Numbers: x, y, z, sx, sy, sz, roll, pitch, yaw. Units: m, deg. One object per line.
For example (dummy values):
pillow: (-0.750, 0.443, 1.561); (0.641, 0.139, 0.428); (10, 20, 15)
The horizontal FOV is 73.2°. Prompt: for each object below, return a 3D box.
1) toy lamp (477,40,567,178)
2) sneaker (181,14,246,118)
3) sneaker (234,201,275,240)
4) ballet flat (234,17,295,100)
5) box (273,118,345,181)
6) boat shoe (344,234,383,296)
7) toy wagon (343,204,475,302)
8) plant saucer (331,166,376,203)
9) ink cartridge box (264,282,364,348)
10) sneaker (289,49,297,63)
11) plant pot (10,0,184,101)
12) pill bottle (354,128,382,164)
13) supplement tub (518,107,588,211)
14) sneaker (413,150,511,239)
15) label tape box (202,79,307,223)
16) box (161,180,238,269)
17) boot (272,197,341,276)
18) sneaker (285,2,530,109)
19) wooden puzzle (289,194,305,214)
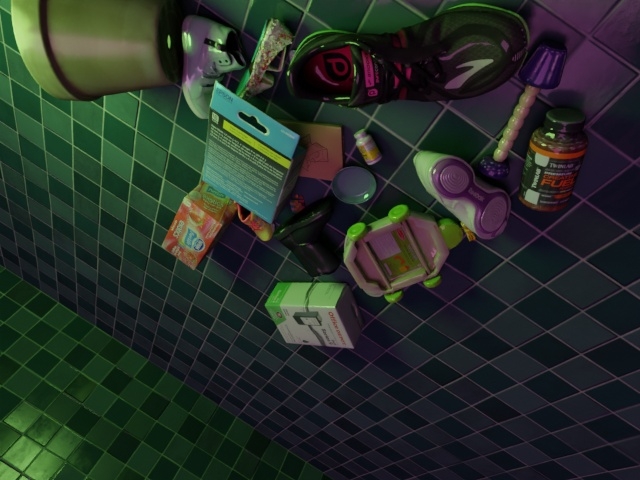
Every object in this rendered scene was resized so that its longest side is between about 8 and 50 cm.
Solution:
toy lamp: (0.405, -0.255, 0.871); (0.080, 0.080, 0.275); (21, 138, 11)
sneaker: (-0.262, -0.411, 1.080); (0.151, 0.094, 0.256); (22, 133, 19)
sneaker: (-0.216, -0.072, 1.360); (0.081, 0.094, 0.209); (-3, 127, 29)
ballet flat: (-0.135, -0.411, 1.030); (0.077, 0.091, 0.241); (20, 144, -20)
box: (-0.030, -0.241, 1.161); (0.201, 0.021, 0.165); (11, 133, 20)
boat shoe: (0.143, 0.056, 1.286); (0.095, 0.079, 0.255); (-8, 126, 31)
toy wagon: (0.242, 0.025, 1.168); (0.344, 0.068, 0.267); (-24, 121, 15)
plant saucer: (0.090, -0.152, 1.156); (0.119, 0.021, 0.120); (4, 131, 4)
ink cartridge box: (-0.018, 0.261, 1.524); (0.288, 0.122, 0.211); (-4, 126, 31)
sneaker: (-0.056, -0.389, 1.009); (0.038, 0.069, 0.098); (-7, 124, 33)
plant pot: (-0.484, -0.489, 1.024); (0.279, 0.323, 0.323); (6, 133, 2)
pill bottle: (0.116, -0.233, 1.071); (0.043, 0.043, 0.083); (-16, 118, 38)
supplement tub: (0.478, -0.164, 0.887); (0.105, 0.106, 0.198); (10, 132, 21)
sneaker: (0.338, -0.117, 1.021); (0.305, 0.152, 0.114); (37, 99, -30)
label tape box: (-0.174, -0.236, 1.151); (0.249, 0.115, 0.348); (33, 141, 4)
box: (-0.392, -0.056, 1.431); (0.142, 0.154, 0.300); (38, 135, -7)
boot: (0.000, 0.000, 1.307); (0.246, 0.094, 0.207); (-29, 115, 37)
sneaker: (0.147, -0.332, 0.852); (0.482, 0.202, 0.185); (2, 130, 27)
wooden puzzle: (-0.069, -0.104, 1.313); (0.049, 0.006, 0.083); (7, 131, 24)
